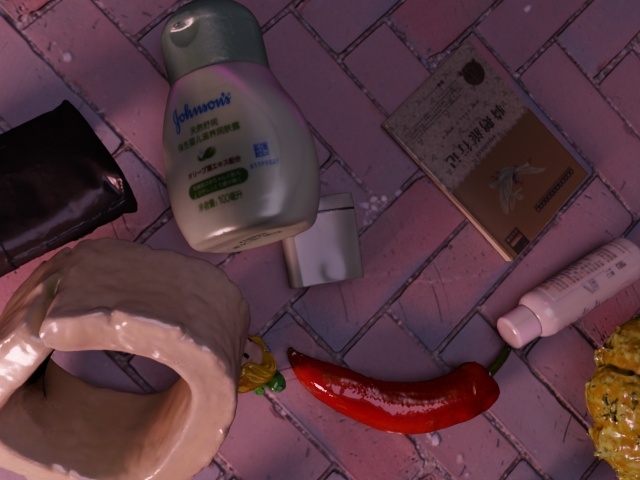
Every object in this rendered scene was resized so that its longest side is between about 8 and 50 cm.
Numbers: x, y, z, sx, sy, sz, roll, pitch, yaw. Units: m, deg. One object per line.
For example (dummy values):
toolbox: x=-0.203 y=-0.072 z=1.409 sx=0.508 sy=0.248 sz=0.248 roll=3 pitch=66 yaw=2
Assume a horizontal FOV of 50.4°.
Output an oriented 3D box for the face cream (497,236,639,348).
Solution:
face cream: x=0.405 y=0.088 z=1.105 sx=0.269 sy=0.082 sz=0.082 roll=-29 pitch=92 yaw=-14

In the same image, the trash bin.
trash bin: x=0.000 y=0.000 z=1.021 sx=0.116 sy=0.059 sz=0.129 roll=-9 pitch=88 yaw=-14

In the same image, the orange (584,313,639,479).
orange: x=0.551 y=0.255 z=1.057 sx=0.300 sy=0.223 sz=0.301 roll=29 pitch=84 yaw=-15

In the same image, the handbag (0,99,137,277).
handbag: x=-0.374 y=-0.072 z=0.856 sx=0.223 sy=0.080 sz=0.247 roll=-28 pitch=47 yaw=-17

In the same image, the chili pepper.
chili pepper: x=0.137 y=0.220 z=1.023 sx=0.369 sy=0.092 sz=0.137 roll=2 pitch=72 yaw=-17

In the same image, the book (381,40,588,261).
book: x=0.277 y=-0.148 z=1.125 sx=0.310 sy=0.021 sz=0.217 roll=45 pitch=76 yaw=-6

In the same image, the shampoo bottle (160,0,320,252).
shampoo bottle: x=-0.126 y=-0.167 z=0.946 sx=0.222 sy=0.151 sz=0.349 roll=-17 pitch=80 yaw=25

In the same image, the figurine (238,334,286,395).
figurine: x=-0.129 y=0.175 z=0.969 sx=0.156 sy=0.115 sz=0.094 roll=37 pitch=42 yaw=-27

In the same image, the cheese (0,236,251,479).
cheese: x=-0.245 y=0.154 z=0.804 sx=0.292 sy=0.153 sz=0.332 roll=30 pitch=119 yaw=-18
